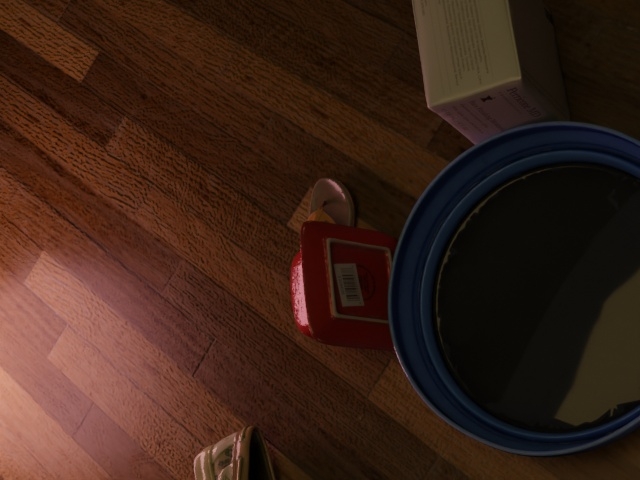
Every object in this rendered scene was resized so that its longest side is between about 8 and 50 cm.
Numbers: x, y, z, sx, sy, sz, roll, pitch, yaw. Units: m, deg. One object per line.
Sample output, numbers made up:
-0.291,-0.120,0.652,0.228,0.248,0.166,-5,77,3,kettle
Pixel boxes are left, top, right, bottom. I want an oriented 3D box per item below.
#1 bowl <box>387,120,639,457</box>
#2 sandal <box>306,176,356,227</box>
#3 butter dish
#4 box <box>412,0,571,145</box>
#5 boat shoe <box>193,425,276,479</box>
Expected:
0.267,0.056,1.345,0.391,0.077,0.391,-10,70,29,bowl
0.000,0.000,1.539,0.072,0.049,0.180,6,79,32,sandal
0.019,0.070,1.467,0.118,0.160,0.160,-28,61,48,butter dish
0.208,-0.224,1.403,0.119,0.181,0.182,-17,67,27,box
-0.078,0.369,1.440,0.089,0.104,0.285,-35,60,21,boat shoe
